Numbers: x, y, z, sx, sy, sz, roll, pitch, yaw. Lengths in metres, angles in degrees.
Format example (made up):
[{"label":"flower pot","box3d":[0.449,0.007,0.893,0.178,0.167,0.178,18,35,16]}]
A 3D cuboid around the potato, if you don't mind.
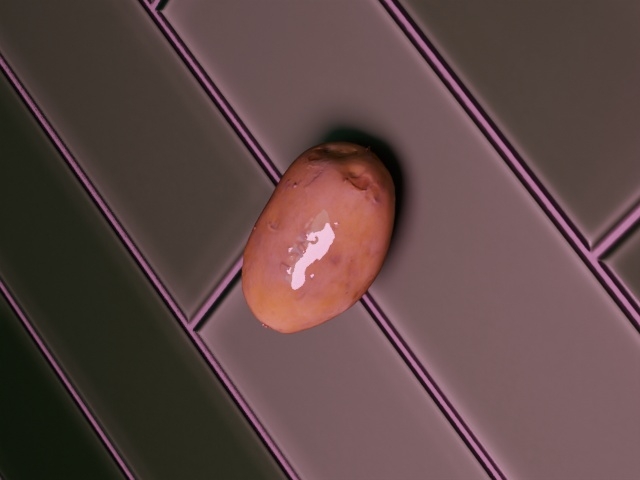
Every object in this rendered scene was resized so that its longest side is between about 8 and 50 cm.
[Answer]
[{"label":"potato","box3d":[0.000,0.000,1.431,0.109,0.118,0.178,24,115,-6]}]
